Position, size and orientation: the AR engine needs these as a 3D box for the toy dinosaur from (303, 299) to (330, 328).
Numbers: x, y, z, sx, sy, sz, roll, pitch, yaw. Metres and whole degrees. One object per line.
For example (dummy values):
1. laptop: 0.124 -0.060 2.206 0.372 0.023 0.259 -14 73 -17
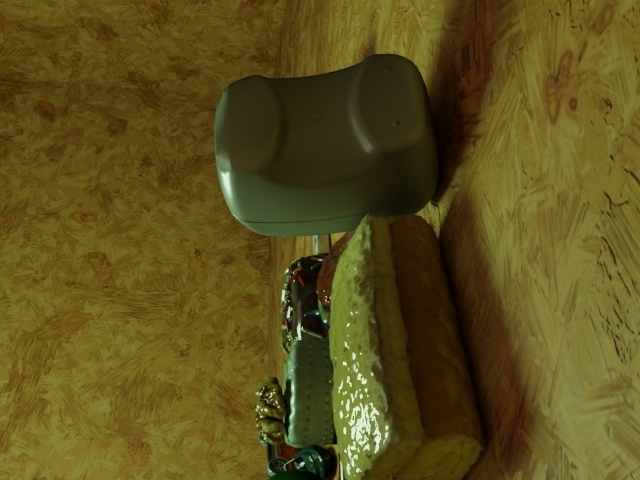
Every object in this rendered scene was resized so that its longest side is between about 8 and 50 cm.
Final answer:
1. toy dinosaur: 0.035 0.209 1.660 0.248 0.075 0.188 -24 57 55

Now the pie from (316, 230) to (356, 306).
1. pie: 0.046 0.058 1.588 0.182 0.050 0.182 -53 22 32

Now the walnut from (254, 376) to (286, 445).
1. walnut: -0.116 0.388 1.688 0.170 0.069 0.142 -152 63 -78

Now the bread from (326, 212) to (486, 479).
1. bread: 0.098 0.166 1.049 0.236 0.165 0.375 110 162 -48

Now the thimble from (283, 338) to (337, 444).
1. thimble: -0.004 0.341 1.676 0.237 0.150 0.237 -177 90 -84

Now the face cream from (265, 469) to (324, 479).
1. face cream: -0.047 0.680 1.612 0.357 0.220 0.312 -119 33 -75

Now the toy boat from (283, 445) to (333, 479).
1. toy boat: -0.024 0.576 1.902 0.093 0.103 0.246 65 158 14

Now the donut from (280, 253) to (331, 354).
1. donut: -0.030 0.165 1.959 0.345 0.136 0.259 135 134 -75

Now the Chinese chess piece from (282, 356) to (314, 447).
1. Chinese chess piece: -0.049 0.438 2.030 0.250 0.101 0.250 179 90 -83

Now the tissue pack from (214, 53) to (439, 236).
1. tissue pack: 0.014 -0.130 1.154 0.236 0.333 0.229 70 -167 -57

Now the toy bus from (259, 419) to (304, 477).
1. toy bus: -0.097 0.619 2.163 0.329 0.153 0.143 -104 21 -57

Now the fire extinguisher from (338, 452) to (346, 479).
1. fire extinguisher: 0.061 0.521 1.549 0.064 0.043 0.158 52 -150 -55

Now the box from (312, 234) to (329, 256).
1. box: 0.001 0.000 2.097 0.084 0.040 0.154 105 166 -49
